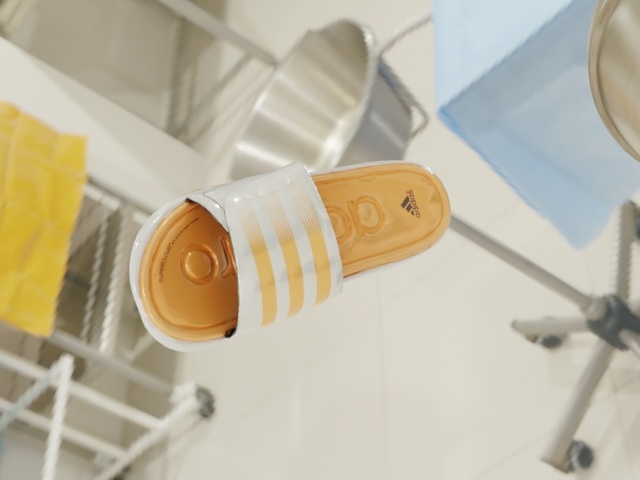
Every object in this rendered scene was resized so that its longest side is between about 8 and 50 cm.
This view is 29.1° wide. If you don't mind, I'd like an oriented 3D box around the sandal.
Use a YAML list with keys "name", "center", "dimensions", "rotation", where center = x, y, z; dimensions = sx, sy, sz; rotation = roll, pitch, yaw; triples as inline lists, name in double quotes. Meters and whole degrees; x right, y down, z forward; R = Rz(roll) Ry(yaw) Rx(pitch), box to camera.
- name: "sandal"
  center: [-0.003, -0.010, 0.822]
  dimensions: [0.076, 0.265, 0.102]
  rotation: [-25, 86, 57]

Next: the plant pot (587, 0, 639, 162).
- name: "plant pot"
  center: [0.461, -0.182, 1.391]
  dimensions: [0.323, 0.323, 0.280]
  rotation: [-46, 6, 25]
